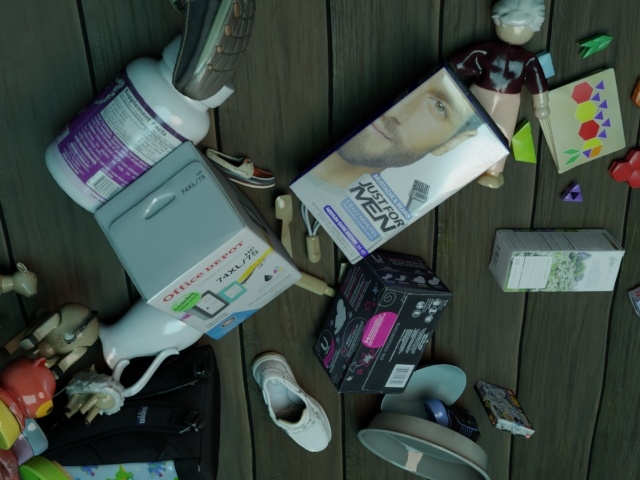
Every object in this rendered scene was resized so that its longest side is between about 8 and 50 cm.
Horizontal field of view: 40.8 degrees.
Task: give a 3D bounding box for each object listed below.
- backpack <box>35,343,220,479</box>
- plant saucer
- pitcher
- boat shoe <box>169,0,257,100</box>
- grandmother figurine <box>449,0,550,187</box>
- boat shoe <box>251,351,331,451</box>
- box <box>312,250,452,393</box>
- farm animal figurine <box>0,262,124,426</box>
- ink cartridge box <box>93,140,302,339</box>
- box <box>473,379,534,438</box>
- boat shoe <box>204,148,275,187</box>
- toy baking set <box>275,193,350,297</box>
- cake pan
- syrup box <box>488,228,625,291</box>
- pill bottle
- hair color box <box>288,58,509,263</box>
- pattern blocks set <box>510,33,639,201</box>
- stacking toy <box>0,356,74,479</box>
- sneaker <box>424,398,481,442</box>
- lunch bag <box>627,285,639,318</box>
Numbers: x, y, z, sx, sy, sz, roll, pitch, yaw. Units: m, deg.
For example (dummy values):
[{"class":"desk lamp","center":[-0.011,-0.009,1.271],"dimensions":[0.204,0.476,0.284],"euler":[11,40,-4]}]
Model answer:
[{"class":"backpack","center":[-0.369,0.372,1.640],"dimensions":[0.356,0.290,0.273],"euler":[-4,136,0]},{"class":"plant saucer","center":[0.213,0.316,1.829],"dimensions":[0.195,0.037,0.195],"euler":[-12,135,-13]},{"class":"pitcher","center":[-0.308,0.182,1.599],"dimensions":[0.207,0.177,0.125],"euler":[-26,147,5]},{"class":"boat shoe","center":[-0.165,-0.378,1.297],"dimensions":[0.130,0.132,0.355],"euler":[14,75,9]},{"class":"grandmother figurine","center":[0.305,-0.272,1.513],"dimensions":[0.208,0.104,0.342],"euler":[10,113,-12]},{"class":"boat shoe","center":[-0.058,0.358,1.783],"dimensions":[0.098,0.096,0.277],"euler":[-30,119,6]},{"class":"box","center":[0.116,0.159,1.670],"dimensions":[0.163,0.142,0.247],"euler":[7,119,-30]},{"class":"farm animal figurine","center":[-0.517,0.160,1.542],"dimensions":[0.327,0.172,0.330],"euler":[-2,122,32]},{"class":"ink cartridge box","center":[-0.196,0.009,1.435],"dimensions":[0.198,0.197,0.270],"euler":[-37,154,4]},{"class":"box","center":[0.392,0.361,1.846],"dimensions":[0.094,0.137,0.027],"euler":[21,113,-19]},{"class":"boat shoe","center":[-0.144,-0.128,1.535],"dimensions":[0.137,0.049,0.043],"euler":[13,113,-12]},{"class":"toy baking set","center":[-0.002,0.006,1.645],"dimensions":[0.256,0.030,0.196],"euler":[20,107,-27]},{"class":"cake pan","center":[0.223,0.440,1.811],"dimensions":[0.293,0.293,0.054],"euler":[35,63,-25]},{"class":"syrup box","center":[0.467,0.038,1.708],"dimensions":[0.237,0.096,0.093],"euler":[-1,120,-11]},{"class":"pill bottle","center":[-0.290,-0.190,1.403],"dimensions":[0.301,0.169,0.169],"euler":[-41,117,12]},{"class":"hair color box","center":[0.135,-0.133,1.489],"dimensions":[0.339,0.110,0.185],"euler":[-37,99,18]},{"class":"pattern blocks set","center":[0.491,-0.221,1.612],"dimensions":[0.285,0.026,0.325],"euler":[-13,120,-3]},{"class":"stacking toy","center":[-0.467,0.343,1.444],"dimensions":[0.279,0.130,0.309],"euler":[45,145,3]},{"class":"sneaker","center":[0.288,0.390,1.855],"dimensions":[0.090,0.081,0.232],"euler":[-28,144,-1]},{"class":"lunch bag","center":[0.704,0.131,1.829],"dimensions":[0.071,0.053,0.083],"euler":[-28,129,7]}]
